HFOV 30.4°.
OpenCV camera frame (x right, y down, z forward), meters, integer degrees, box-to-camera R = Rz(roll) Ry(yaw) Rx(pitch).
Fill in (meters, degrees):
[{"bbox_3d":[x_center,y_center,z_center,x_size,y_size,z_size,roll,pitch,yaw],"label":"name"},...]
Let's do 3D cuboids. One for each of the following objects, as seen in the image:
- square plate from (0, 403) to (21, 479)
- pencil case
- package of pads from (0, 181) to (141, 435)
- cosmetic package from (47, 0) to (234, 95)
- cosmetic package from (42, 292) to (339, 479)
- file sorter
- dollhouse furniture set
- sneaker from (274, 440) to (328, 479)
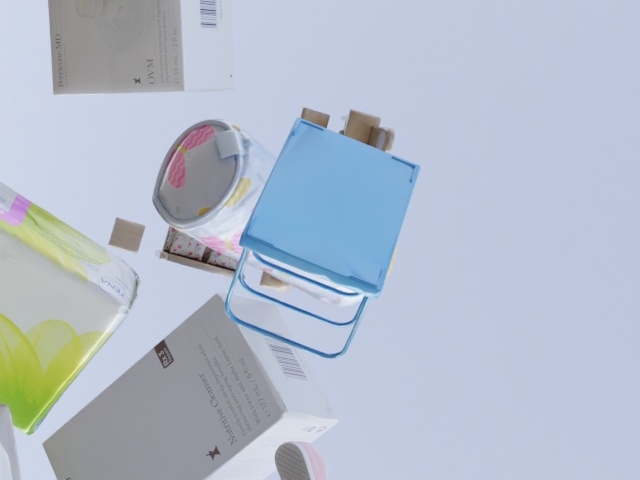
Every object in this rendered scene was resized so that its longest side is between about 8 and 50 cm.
[{"bbox_3d":[-0.445,0.365,1.194,0.344,0.049,0.347,-14,-98,17],"label":"square plate"},{"bbox_3d":[-0.038,-0.022,1.185,0.124,0.273,0.113,-20,-121,34],"label":"pencil case"},{"bbox_3d":[-0.378,0.051,1.316,0.229,0.296,0.101,-48,-162,22],"label":"package of pads"},{"bbox_3d":[-0.252,-0.316,1.642,0.225,0.138,0.224,1,-82,27],"label":"cosmetic package"},{"bbox_3d":[-0.191,0.274,1.682,0.385,0.156,0.217,-41,-118,17],"label":"cosmetic package"},{"bbox_3d":[0.000,0.000,1.012,0.118,0.170,0.104,21,-48,0],"label":"file sorter"},{"bbox_3d":[-0.099,-0.085,1.760,0.174,0.355,0.303,-160,-95,-73],"label":"dollhouse furniture set"},{"bbox_3d":[-0.010,0.282,1.284,0.051,0.070,0.134,-16,-98,17],"label":"sneaker"}]
